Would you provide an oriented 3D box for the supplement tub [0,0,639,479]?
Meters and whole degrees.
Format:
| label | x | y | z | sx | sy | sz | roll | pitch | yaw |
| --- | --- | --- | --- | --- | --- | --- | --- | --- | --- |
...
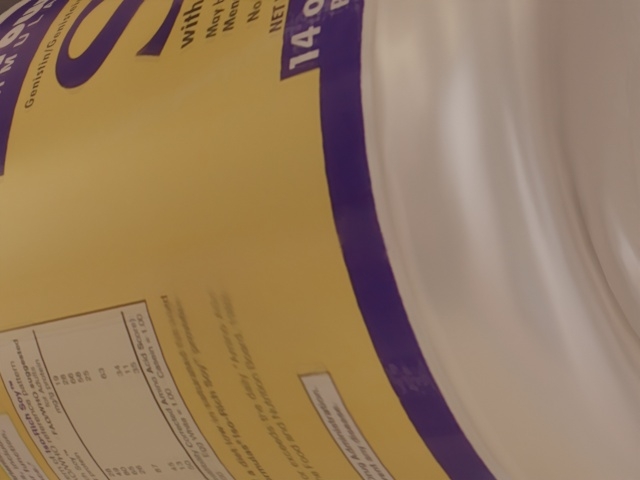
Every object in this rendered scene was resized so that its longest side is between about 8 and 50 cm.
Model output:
| label | x | y | z | sx | sy | sz | roll | pitch | yaw |
| --- | --- | --- | --- | --- | --- | --- | --- | --- | --- |
| supplement tub | 0.000 | 0.000 | 0.528 | 0.331 | 0.241 | 0.241 | -13 | 168 | 42 |
